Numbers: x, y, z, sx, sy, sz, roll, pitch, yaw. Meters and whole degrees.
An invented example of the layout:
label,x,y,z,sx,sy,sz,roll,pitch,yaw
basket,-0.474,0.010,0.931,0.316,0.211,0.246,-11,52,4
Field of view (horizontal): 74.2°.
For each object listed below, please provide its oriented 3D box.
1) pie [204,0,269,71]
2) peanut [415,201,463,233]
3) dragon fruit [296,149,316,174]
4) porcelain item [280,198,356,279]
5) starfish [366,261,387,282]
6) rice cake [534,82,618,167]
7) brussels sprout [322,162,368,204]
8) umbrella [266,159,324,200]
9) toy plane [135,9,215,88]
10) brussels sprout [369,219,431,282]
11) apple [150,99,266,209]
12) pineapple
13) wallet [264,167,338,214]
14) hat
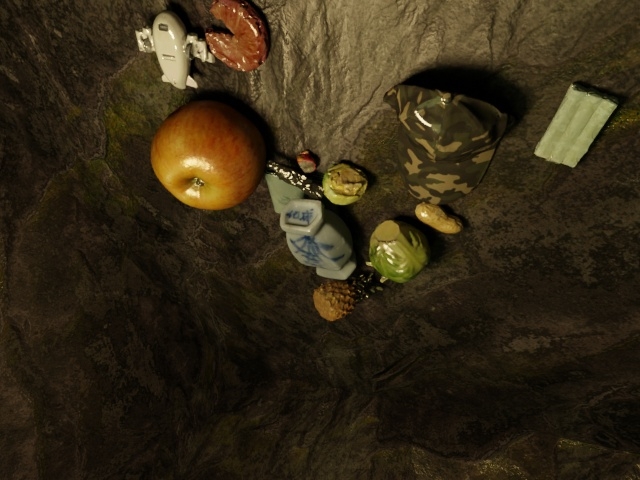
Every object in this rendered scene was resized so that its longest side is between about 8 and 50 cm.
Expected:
label,x,y,z,sx,sy,sz,roll,pitch,yaw
pie,-0.248,-0.604,1.248,0.204,0.054,0.219,26,145,5
peanut,0.405,-0.076,1.434,0.174,0.080,0.080,27,144,-3
dragon fruit,-0.045,-0.282,1.504,0.060,0.056,0.083,-16,144,17
porcelain item,0.000,0.000,1.663,0.242,0.179,0.405,8,153,27
starfish,0.276,0.094,1.743,0.208,0.053,0.176,-14,126,40
rice cake,0.632,-0.278,1.061,0.124,0.038,0.211,23,145,9
brussels sprout,0.082,-0.184,1.465,0.151,0.149,0.122,36,160,13
umbrella,-0.090,-0.221,1.522,0.235,0.059,0.066,28,109,0
toy plane,-0.462,-0.599,1.347,0.252,0.118,0.252,9,142,7
brussels sprout,0.284,0.038,1.552,0.244,0.244,0.244,18,143,14
apple,-0.399,-0.287,1.499,0.400,0.334,0.400,21,145,16
pineapple,0.136,0.221,1.817,0.169,0.340,0.169,31,131,46
wallet,-0.067,-0.171,1.657,0.290,0.054,0.251,12,147,12
hat,0.329,-0.242,1.187,0.366,0.257,0.382,16,123,20
